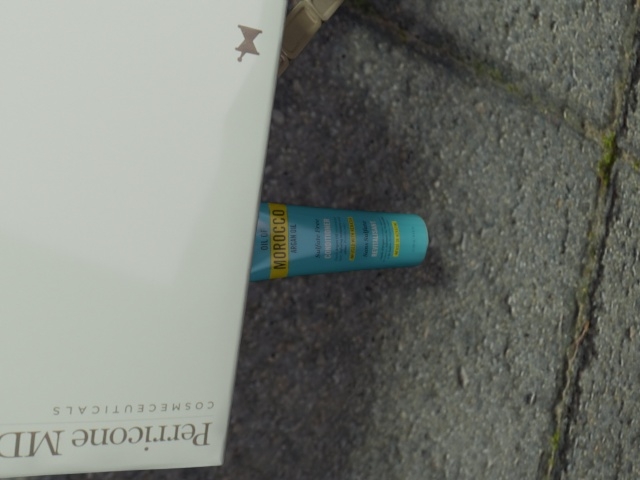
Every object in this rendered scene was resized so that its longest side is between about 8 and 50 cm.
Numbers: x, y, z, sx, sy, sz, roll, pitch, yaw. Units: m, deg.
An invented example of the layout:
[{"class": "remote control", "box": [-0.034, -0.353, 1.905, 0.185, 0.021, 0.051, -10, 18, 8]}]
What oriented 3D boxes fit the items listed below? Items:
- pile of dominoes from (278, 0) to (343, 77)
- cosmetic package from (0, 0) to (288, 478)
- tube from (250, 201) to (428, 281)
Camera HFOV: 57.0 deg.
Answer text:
[{"class": "pile of dominoes", "box": [-0.075, -0.258, 0.527, 0.196, 0.040, 0.251, 45, 62, -21]}, {"class": "cosmetic package", "box": [-0.153, -0.062, 0.375, 0.217, 0.156, 0.385, 4, 94, -25]}, {"class": "tube", "box": [0.000, 0.000, 0.553, 0.207, 0.052, 0.080, -1, 81, -23]}]
